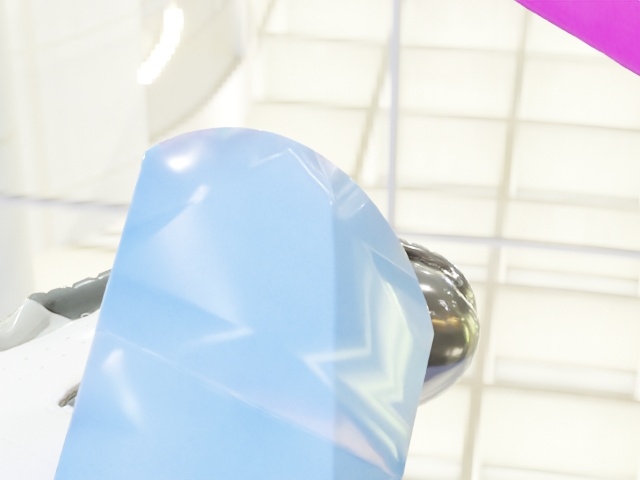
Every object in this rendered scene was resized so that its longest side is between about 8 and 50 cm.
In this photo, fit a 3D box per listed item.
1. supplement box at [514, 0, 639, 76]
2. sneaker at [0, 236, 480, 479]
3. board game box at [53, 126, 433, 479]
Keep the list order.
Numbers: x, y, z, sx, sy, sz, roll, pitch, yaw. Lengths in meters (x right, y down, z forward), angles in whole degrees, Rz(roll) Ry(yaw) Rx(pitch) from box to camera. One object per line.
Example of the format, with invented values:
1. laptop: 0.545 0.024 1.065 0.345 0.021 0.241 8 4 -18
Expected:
1. supplement box: 0.091 -0.093 0.315 0.114 0.111 0.220 -25 -133 -35
2. sneaker: -0.083 0.092 0.658 0.330 0.122 0.146 -12 -130 -16
3. board game box: -0.029 0.052 0.566 0.033 0.133 0.169 -7 -117 45
